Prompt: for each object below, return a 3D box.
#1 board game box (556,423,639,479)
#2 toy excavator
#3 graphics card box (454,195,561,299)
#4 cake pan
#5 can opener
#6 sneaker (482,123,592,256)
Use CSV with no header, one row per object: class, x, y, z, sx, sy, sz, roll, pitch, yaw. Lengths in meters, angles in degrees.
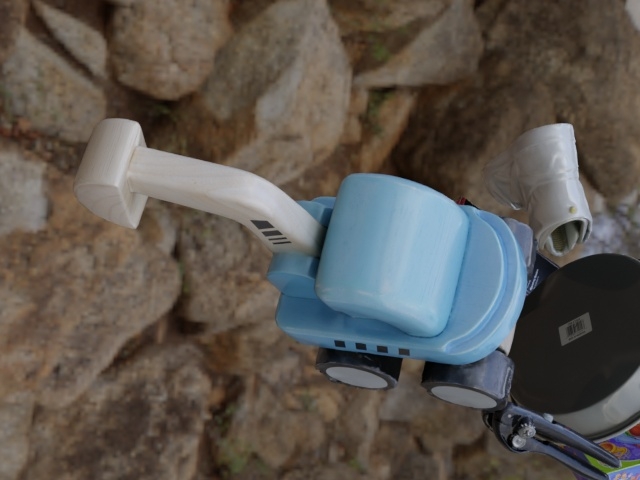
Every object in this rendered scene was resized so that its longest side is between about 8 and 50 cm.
board game box,0.545,0.327,2.192,0.347,0.233,0.078,-121,-156,-50
toy excavator,0.000,0.000,1.306,0.445,0.432,0.222,49,52,-55
graphics card box,0.295,0.098,1.865,0.232,0.370,0.094,-33,-152,54
cake pan,0.365,0.137,1.560,0.293,0.054,0.293,-33,-145,28
can opener,0.286,0.244,1.390,0.073,0.186,0.059,-91,-154,-69
sneaker,0.318,-0.051,1.695,0.292,0.108,0.169,103,-23,-78
